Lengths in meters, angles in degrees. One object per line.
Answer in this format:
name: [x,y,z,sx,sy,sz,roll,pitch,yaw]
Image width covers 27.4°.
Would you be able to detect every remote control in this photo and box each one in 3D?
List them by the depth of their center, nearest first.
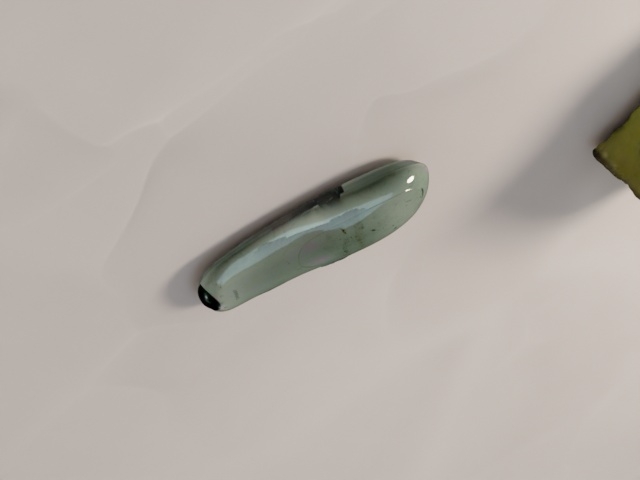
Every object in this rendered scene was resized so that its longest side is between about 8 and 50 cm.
remote control: [-0.002,-0.001,1.264,0.256,0.045,0.097,-29,148,-7]

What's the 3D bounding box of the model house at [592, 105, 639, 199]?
model house: [0.457,-0.114,1.434,0.193,0.174,0.234,8,132,-49]
